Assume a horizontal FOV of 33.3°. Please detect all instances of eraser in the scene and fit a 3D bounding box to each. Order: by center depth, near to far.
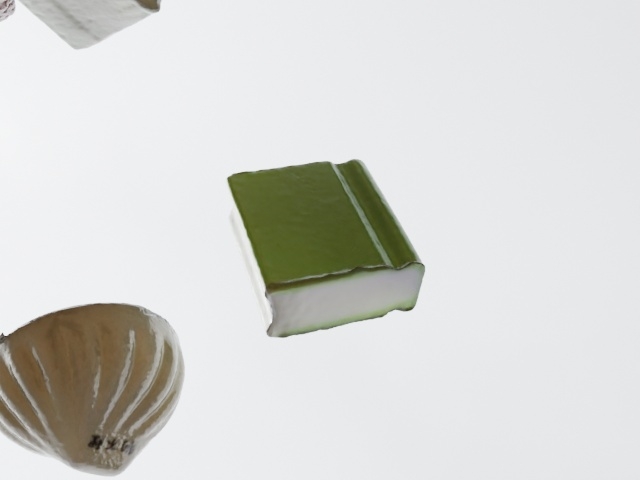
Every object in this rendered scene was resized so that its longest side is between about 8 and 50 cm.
[{"bbox_3d":[0.000,0.000,1.379,0.210,0.092,0.274,-9,-146,-13],"label":"eraser"}]

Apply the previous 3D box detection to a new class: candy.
[{"bbox_3d":[-0.396,-0.458,1.584,0.208,0.359,0.145,-12,-130,38],"label":"candy"}]

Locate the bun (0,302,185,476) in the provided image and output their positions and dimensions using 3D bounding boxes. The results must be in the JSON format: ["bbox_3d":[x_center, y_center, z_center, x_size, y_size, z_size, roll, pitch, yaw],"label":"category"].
[{"bbox_3d":[-0.291,0.216,1.362,0.263,0.263,0.175,-14,-124,-9],"label":"bun"}]

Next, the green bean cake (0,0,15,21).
[{"bbox_3d":[-0.336,-0.215,0.924,0.136,0.135,0.056,-12,-88,-11],"label":"green bean cake"}]
